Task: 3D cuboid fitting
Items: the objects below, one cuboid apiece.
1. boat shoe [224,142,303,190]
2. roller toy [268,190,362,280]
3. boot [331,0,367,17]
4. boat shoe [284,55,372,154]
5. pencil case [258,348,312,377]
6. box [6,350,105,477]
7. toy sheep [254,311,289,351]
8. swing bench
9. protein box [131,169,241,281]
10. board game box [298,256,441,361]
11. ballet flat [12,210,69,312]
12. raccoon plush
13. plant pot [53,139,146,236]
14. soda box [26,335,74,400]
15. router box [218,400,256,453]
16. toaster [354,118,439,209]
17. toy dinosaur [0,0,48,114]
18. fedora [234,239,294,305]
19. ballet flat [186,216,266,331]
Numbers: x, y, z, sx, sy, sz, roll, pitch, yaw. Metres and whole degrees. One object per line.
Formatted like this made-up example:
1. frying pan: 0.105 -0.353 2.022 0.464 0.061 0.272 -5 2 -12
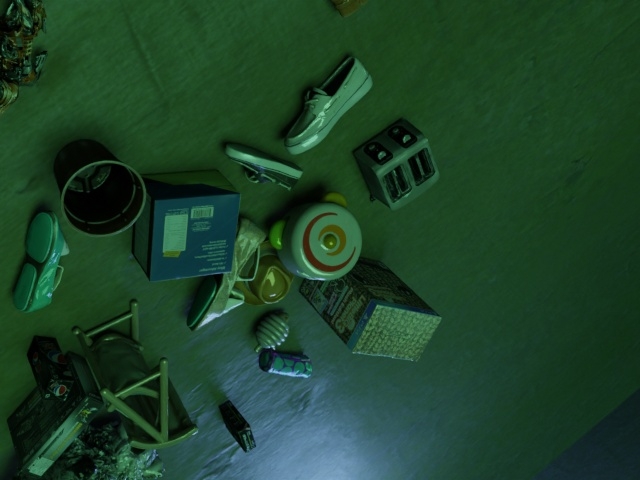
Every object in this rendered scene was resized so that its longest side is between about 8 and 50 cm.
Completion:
1. boat shoe: -0.136 -0.164 1.848 0.219 0.078 0.070 17 107 -40
2. roller toy: 0.000 0.000 1.953 0.209 0.146 0.191 -35 105 -20
3. boot: 0.023 -0.545 1.714 0.197 0.073 0.152 -32 135 -8
4. boat shoe: 0.006 -0.314 1.834 0.267 0.096 0.088 -43 128 -4
5. pencil case: -0.095 0.340 2.203 0.152 0.064 0.070 15 125 -38
6. box: -0.612 0.397 1.832 0.231 0.183 0.056 -48 131 2
7. toy sheep: -0.129 0.244 2.108 0.132 0.091 0.091 -55 134 -16
8. swing bench: -0.430 0.327 1.856 0.165 0.253 0.254 -26 128 -16
9. protein box: -0.303 -0.035 1.784 0.200 0.136 0.201 -7 122 -29
10. board game box: 0.125 0.166 2.081 0.232 0.291 0.141 14 110 -38
11. ballet flat: -0.587 0.040 1.703 0.087 0.083 0.247 -9 127 -57
12. raccoon plush: -0.613 0.588 1.986 0.446 0.216 0.299 -37 144 16
13. plant pot: -0.458 -0.117 1.614 0.167 0.165 0.166 -15 125 -23
14. soda box: -0.603 0.283 1.773 0.053 0.169 0.060 14 110 -39
15. router box: -0.227 0.511 2.188 0.038 0.122 0.092 -27 130 -21
16. toaster: 0.195 -0.184 2.024 0.168 0.110 0.185 -34 131 -9
17. toy dinosaur: -0.607 -0.296 1.428 0.218 0.164 0.321 13 89 -54
18. fedora: -0.131 0.096 2.015 0.194 0.079 0.194 -16 125 -24
19. ballet flat: -0.219 0.097 1.933 0.106 0.107 0.316 20 108 -23
